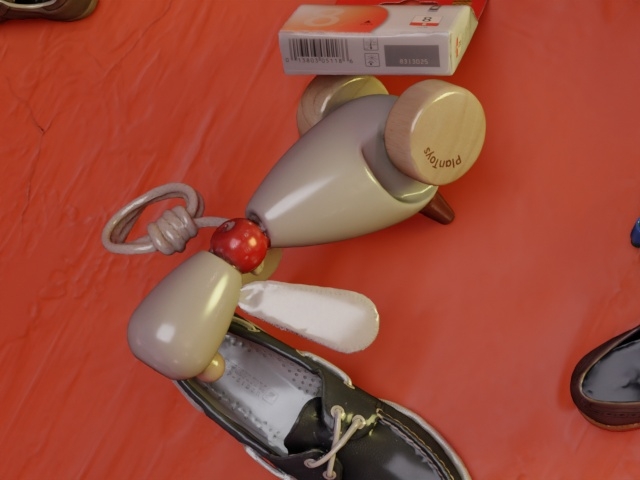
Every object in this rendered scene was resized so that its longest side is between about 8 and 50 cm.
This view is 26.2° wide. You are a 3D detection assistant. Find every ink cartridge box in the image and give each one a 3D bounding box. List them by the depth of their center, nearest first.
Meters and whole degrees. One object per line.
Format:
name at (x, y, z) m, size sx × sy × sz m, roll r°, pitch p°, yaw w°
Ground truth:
ink cartridge box at (0.059, -0.192, 1.164) m, size 0.146 × 0.179 × 0.045 m, roll 3°, pitch 123°, yaw 17°

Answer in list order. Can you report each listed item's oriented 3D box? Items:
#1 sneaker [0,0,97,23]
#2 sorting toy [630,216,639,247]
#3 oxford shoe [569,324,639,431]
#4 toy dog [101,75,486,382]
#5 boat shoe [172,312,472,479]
sneaker at (-0.312, -0.243, 1.325) m, size 0.189 × 0.071 × 0.066 m, roll -4°, pitch 79°, yaw 15°
sorting toy at (0.287, -0.005, 1.135) m, size 0.061 × 0.042 × 0.101 m, roll 1°, pitch 68°, yaw 1°
oxford shoe at (0.324, 0.078, 1.073) m, size 0.271 × 0.098 × 0.096 m, roll -28°, pitch 73°, yaw 9°
toy dog at (0.000, 0.000, 1.130) m, size 0.334 × 0.161 × 0.220 m, roll -34°, pitch 33°, yaw 2°
boat shoe at (-0.011, 0.156, 1.158) m, size 0.303 × 0.091 × 0.114 m, roll 27°, pitch 88°, yaw 19°
